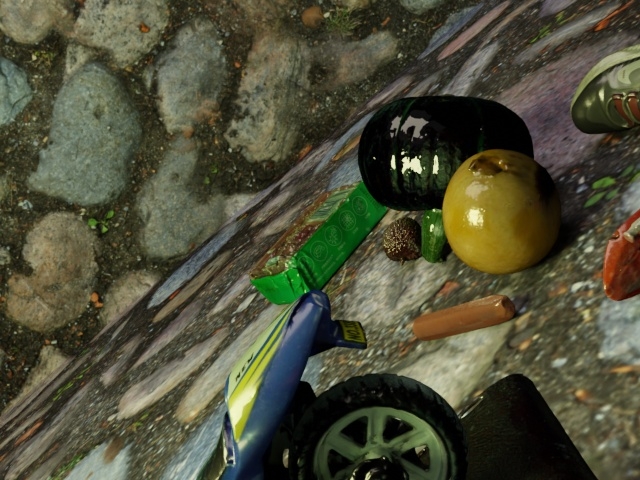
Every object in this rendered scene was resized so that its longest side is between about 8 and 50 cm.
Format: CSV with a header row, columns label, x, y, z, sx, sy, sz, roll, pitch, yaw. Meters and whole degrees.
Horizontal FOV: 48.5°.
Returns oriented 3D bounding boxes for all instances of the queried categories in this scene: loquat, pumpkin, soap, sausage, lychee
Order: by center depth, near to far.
label,x,y,z,sx,sy,sz,roll,pitch,yaw
sausage,0.164,0.092,0.826,0.147,0.030,0.035,-24,20,49
loquat,0.214,-0.033,0.843,0.137,0.163,0.163,-16,21,13
pumpkin,0.176,-0.087,1.016,0.248,0.248,0.248,-38,15,12
lychee,0.129,0.001,1.100,0.067,0.068,0.083,110,173,-57
soap,-0.002,-0.002,1.388,0.273,0.098,0.218,-49,16,-27

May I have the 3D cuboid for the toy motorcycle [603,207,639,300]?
label,x,y,z,sx,sy,sz,roll,pitch,yaw
toy motorcycle,0.367,-0.067,0.655,0.171,0.089,0.298,-22,24,55

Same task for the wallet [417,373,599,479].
label,x,y,z,sx,sy,sz,roll,pitch,yaw
wallet,0.086,0.191,0.327,0.172,0.045,0.318,-41,16,10

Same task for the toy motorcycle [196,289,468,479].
label,x,y,z,sx,sy,sz,roll,pitch,yaw
toy motorcycle,-0.056,0.174,0.381,0.315,0.169,0.113,-56,9,11

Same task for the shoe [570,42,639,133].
label,x,y,z,sx,sy,sz,roll,pitch,yaw
shoe,0.423,-0.194,0.890,0.228,0.099,0.112,-31,25,32
